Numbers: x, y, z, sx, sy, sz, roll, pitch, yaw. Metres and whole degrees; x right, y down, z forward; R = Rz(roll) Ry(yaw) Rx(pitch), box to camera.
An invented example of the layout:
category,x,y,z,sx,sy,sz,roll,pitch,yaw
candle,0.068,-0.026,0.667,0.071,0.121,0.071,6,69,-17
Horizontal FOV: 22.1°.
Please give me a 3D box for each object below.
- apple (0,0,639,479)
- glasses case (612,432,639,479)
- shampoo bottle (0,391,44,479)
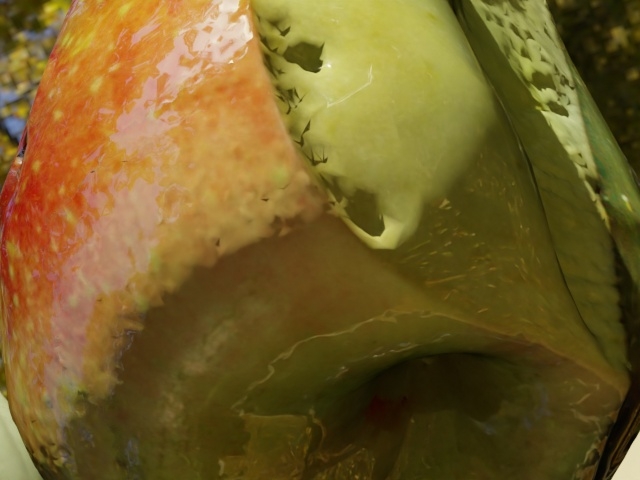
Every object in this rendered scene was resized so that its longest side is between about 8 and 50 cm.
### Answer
category,x,y,z,sx,sy,sz,roll,pitch,yaw
apple,0.000,0.000,0.454,0.207,0.173,0.188,57,-169,-44
glasses case,0.141,0.123,0.772,0.076,0.336,0.144,1,-88,-12
shampoo bottle,-0.218,0.109,0.564,0.234,0.087,0.118,-5,-136,-34
